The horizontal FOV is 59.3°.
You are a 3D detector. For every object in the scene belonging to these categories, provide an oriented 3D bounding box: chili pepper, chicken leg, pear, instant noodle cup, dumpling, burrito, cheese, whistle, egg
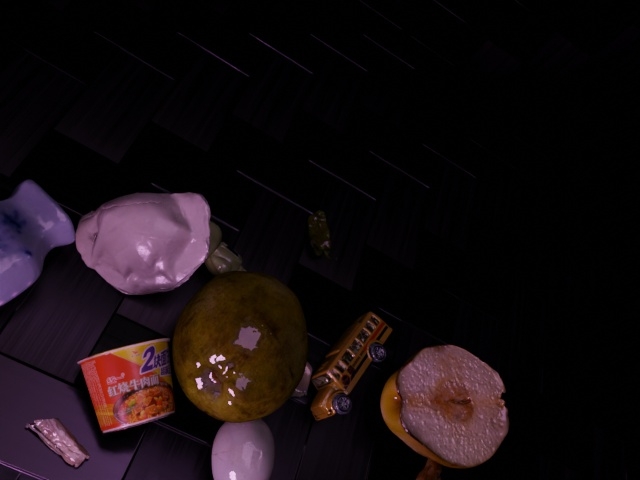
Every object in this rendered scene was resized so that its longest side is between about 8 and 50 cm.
[{"bbox_3d":[-0.002,-0.001,1.787,0.072,0.073,0.204,-1,52,-11],"label":"chili pepper"},{"bbox_3d":[0.318,0.680,1.584,0.085,0.101,0.207,62,36,-26],"label":"chicken leg"},{"bbox_3d":[0.338,0.488,1.631,0.386,0.191,0.340,10,59,-21],"label":"pear"},{"bbox_3d":[-0.430,0.333,1.285,0.213,0.213,0.174,-8,78,-33],"label":"instant noodle cup"},{"bbox_3d":[-0.451,0.008,1.437,0.341,0.181,0.260,-6,82,-15],"label":"dumpling"},{"bbox_3d":[-0.572,0.436,1.235,0.149,0.041,0.055,44,65,-1],"label":"burrito"},{"bbox_3d":[-0.065,0.354,1.568,0.092,0.047,0.171,21,55,-20],"label":"cheese"},{"bbox_3d":[-0.193,0.248,1.368,0.352,0.352,0.413,43,18,-3],"label":"pear"},{"bbox_3d":[-0.295,0.058,1.572,0.294,0.141,0.141,54,50,-16],"label":"whistle"},{"bbox_3d":[-0.184,0.521,1.341,0.151,0.151,0.209,13,60,-23],"label":"egg"}]

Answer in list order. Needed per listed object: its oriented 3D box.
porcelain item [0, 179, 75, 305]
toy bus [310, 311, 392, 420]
[{"bbox_3d":[-0.771,0.045,1.253,0.242,0.178,0.405,45,54,-1],"label":"porcelain item"},{"bbox_3d":[0.077,0.353,1.596,0.123,0.121,0.335,48,50,-4],"label":"toy bus"}]
